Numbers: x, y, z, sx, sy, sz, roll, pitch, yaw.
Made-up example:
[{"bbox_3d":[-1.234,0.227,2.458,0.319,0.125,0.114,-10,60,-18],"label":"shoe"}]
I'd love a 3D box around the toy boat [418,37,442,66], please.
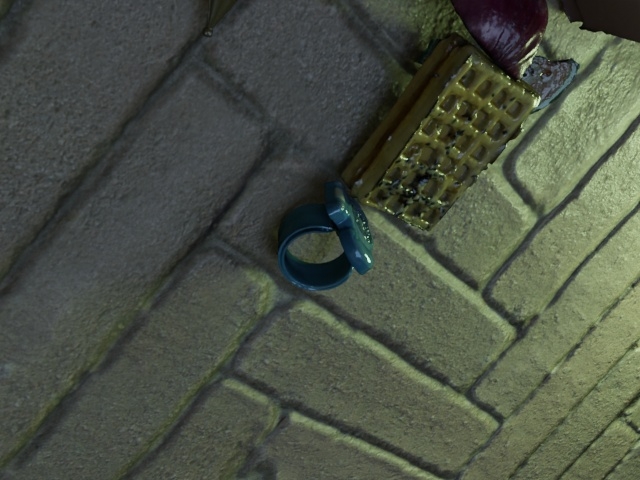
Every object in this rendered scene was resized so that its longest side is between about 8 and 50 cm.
[{"bbox_3d":[0.227,-0.335,1.359,0.069,0.058,0.172,3,121,-28],"label":"toy boat"}]

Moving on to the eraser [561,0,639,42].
[{"bbox_3d":[0.536,-0.562,1.261,0.122,0.272,0.359,-45,126,1],"label":"eraser"}]

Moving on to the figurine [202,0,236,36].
[{"bbox_3d":[-0.107,-0.506,1.040,0.207,0.166,0.386,16,114,3],"label":"figurine"}]

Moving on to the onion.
[{"bbox_3d":[0.347,-0.448,1.238,0.247,0.250,0.111,40,135,-24],"label":"onion"}]

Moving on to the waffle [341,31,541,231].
[{"bbox_3d":[0.240,-0.207,1.348,0.261,0.114,0.376,18,119,-42],"label":"waffle"}]

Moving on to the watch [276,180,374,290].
[{"bbox_3d":[0.000,0.000,1.367,0.193,0.211,0.211,-28,129,16],"label":"watch"}]

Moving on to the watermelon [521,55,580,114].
[{"bbox_3d":[0.467,-0.365,1.466,0.187,0.071,0.139,-38,121,6],"label":"watermelon"}]
